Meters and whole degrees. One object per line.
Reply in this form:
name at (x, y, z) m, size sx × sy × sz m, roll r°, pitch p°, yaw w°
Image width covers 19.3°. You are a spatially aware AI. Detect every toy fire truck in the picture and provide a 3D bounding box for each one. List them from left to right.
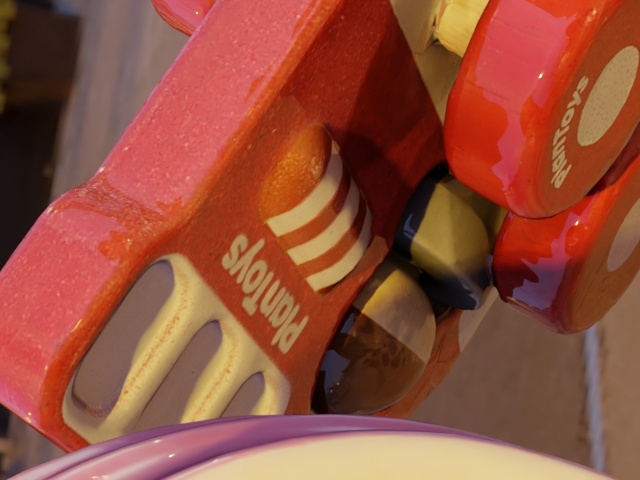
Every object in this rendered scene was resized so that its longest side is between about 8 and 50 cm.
toy fire truck at (0.000, 0.000, 0.702) m, size 0.254 × 0.169 × 0.302 m, roll -54°, pitch -23°, yaw -12°

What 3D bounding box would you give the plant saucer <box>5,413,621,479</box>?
plant saucer at (0.028, 0.165, 0.394) m, size 0.084 × 0.332 × 0.332 m, roll 114°, pitch 160°, yaw -46°
